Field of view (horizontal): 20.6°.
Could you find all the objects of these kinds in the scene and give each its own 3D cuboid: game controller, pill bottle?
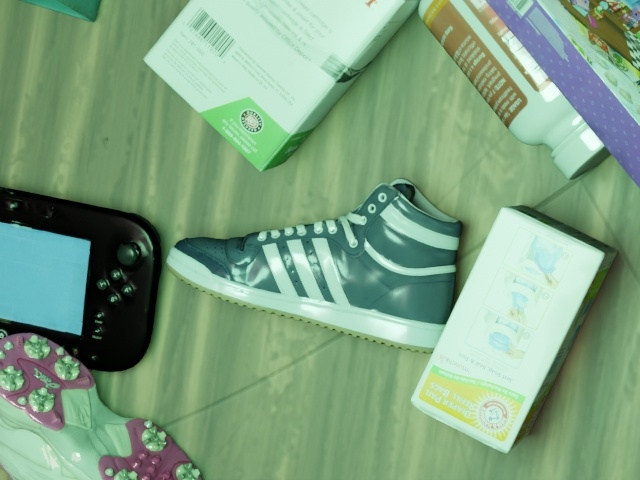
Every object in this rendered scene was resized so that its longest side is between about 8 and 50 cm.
[{"bbox_3d":[-0.313,0.030,1.797,0.319,0.067,0.166,11,94,17],"label":"game controller"},{"bbox_3d":[0.198,-0.167,1.614,0.121,0.121,0.216,-39,80,13],"label":"pill bottle"}]

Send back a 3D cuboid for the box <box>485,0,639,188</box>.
[{"bbox_3d":[0.308,-0.157,1.547,0.293,0.201,0.057,52,148,8],"label":"box"}]

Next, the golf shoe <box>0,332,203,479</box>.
[{"bbox_3d":[-0.231,0.230,1.768,0.306,0.115,0.140,44,131,6],"label":"golf shoe"}]

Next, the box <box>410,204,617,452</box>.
[{"bbox_3d":[0.180,0.079,1.624,0.103,0.114,0.203,27,98,13],"label":"box"}]

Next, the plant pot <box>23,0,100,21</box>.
[{"bbox_3d":[-0.288,-0.365,1.739,0.165,0.166,0.234,18,89,16],"label":"plant pot"}]

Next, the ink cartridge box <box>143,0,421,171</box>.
[{"bbox_3d":[-0.033,-0.200,1.656,0.160,0.092,0.219,44,108,7],"label":"ink cartridge box"}]

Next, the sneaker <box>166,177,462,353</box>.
[{"bbox_3d":[0.000,0.000,1.684,0.282,0.099,0.153,15,100,9],"label":"sneaker"}]
